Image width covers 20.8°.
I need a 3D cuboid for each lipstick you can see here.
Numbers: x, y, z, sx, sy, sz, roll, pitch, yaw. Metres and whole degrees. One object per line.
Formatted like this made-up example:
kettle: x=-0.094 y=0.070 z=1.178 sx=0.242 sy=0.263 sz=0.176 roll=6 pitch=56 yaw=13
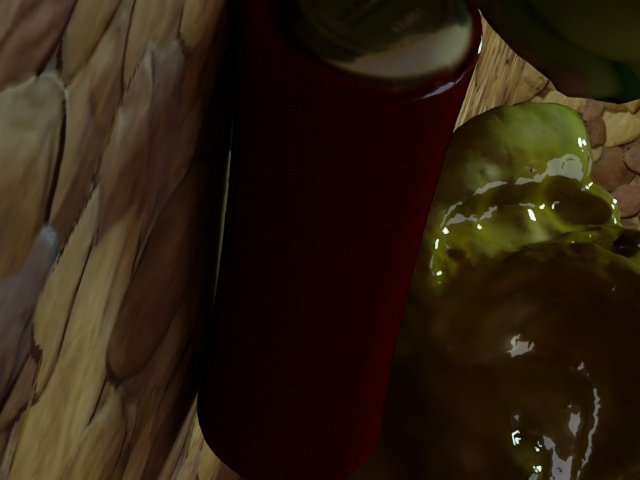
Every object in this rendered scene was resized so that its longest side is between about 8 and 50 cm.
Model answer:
lipstick: x=0.000 y=0.000 z=0.629 sx=0.241 sy=0.080 sz=0.080 roll=102 pitch=9 yaw=-51

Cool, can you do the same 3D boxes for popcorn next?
popcorn: x=0.107 y=0.098 z=1.040 sx=0.316 sy=0.281 sz=0.297 roll=129 pitch=-35 yaw=-51

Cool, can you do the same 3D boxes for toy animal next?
toy animal: x=0.209 y=-0.205 z=1.153 sx=0.191 sy=0.216 sz=0.338 roll=-42 pitch=176 yaw=-8
